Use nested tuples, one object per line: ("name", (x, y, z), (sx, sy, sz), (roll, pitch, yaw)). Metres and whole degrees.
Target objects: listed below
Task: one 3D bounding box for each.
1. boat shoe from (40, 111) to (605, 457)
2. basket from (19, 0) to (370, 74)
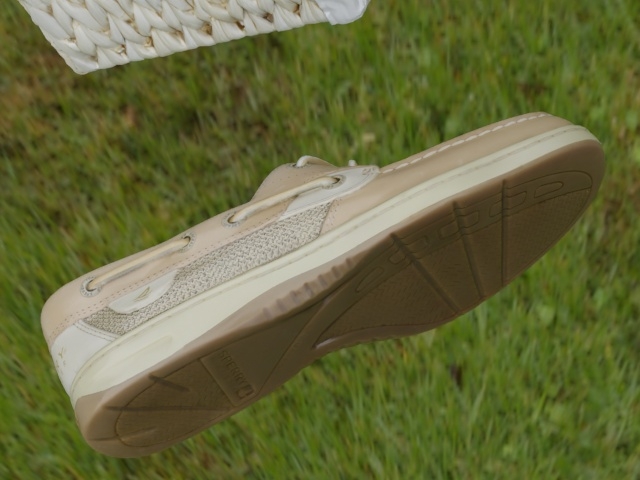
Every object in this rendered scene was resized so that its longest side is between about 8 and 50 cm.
("boat shoe", (0.000, 0.000, 1.039), (0.341, 0.121, 0.110), (-25, 56, -7))
("basket", (-0.132, -0.353, 1.350), (0.266, 0.331, 0.328), (-12, 51, 22))
